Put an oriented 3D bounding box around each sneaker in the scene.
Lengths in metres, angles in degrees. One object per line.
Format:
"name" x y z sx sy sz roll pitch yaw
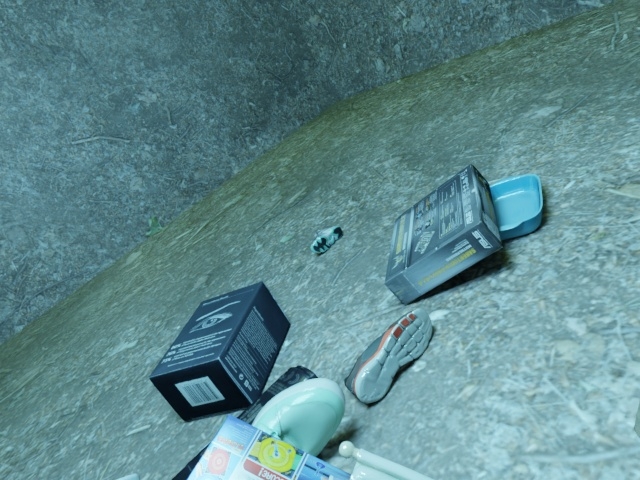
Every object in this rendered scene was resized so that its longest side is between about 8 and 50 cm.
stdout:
"sneaker" 0.087 0.148 0.668 0.158 0.061 0.065 -40 17 -25
"sneaker" 0.000 0.000 1.149 0.098 0.038 0.069 -33 17 -34
"sneaker" -0.055 0.270 0.522 0.256 0.094 0.151 -42 17 -6

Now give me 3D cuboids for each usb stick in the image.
"usb stick" -0.113 0.276 0.658 0.278 0.045 0.077 -40 16 -24

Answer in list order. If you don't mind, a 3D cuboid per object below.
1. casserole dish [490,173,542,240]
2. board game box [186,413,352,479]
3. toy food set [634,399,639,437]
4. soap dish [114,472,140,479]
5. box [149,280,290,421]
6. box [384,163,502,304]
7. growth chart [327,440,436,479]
"casserole dish" 0.326 -0.054 0.841 0.114 0.037 0.188 -17 24 30
"board game box" -0.033 0.261 0.438 0.201 0.035 0.136 20 46 17
"toy food set" 0.306 0.147 0.314 0.071 0.128 0.218 -7 19 3
"soap dish" -0.313 0.369 0.478 0.290 0.118 0.229 -34 -17 0
"box" -0.163 0.185 0.840 0.153 0.108 0.207 -20 23 26
"box" 0.203 -0.016 0.826 0.183 0.056 0.231 -38 15 28
"growth chart" 0.028 0.276 0.385 0.172 0.021 0.237 22 46 18
